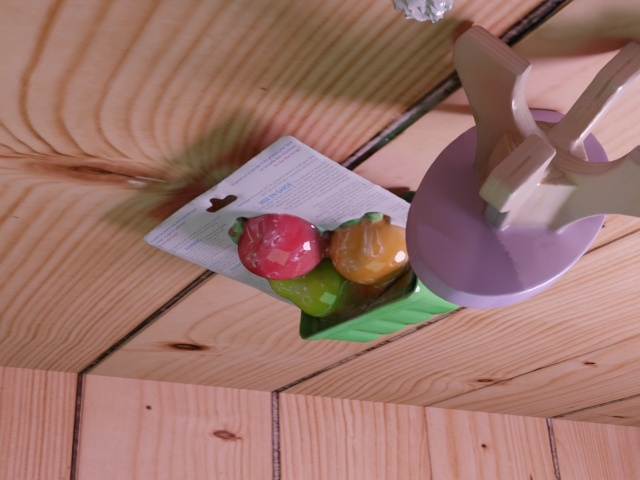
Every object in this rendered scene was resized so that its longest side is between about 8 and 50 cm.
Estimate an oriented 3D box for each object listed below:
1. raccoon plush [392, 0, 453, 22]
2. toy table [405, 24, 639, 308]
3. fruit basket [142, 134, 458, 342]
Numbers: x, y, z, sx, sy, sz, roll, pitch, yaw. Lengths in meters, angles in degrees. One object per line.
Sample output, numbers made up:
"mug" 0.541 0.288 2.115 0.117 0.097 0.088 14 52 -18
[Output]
"raccoon plush" 0.004 -0.246 0.396 0.299 0.216 0.446 11 154 -11
"toy table" 0.210 -0.071 0.771 0.252 0.274 0.161 31 147 7
"fruit basket" 0.000 0.000 1.050 0.353 0.165 0.327 31 142 -27
